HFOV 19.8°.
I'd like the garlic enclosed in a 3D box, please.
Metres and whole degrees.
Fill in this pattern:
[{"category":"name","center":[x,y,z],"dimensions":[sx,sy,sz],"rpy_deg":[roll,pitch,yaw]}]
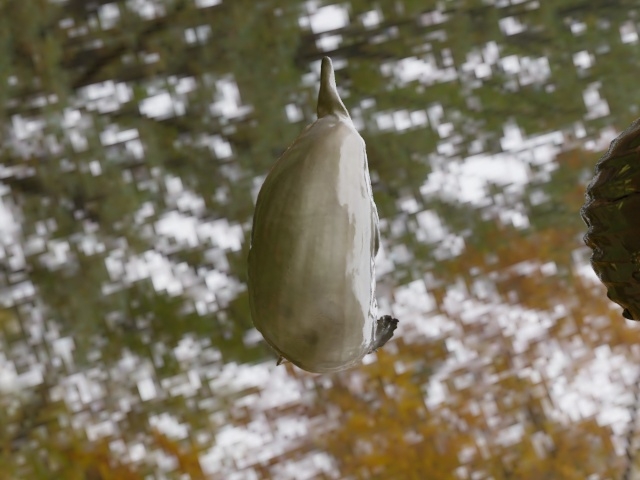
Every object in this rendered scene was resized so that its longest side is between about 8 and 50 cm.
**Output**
[{"category":"garlic","center":[-0.007,0.002,0.863],"dimensions":[0.084,0.066,0.152],"rpy_deg":[-127,-147,-50]}]

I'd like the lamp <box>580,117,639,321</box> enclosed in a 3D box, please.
[{"category":"lamp","center":[0.274,-0.022,1.103],"dimensions":[0.247,0.247,0.247],"rpy_deg":[40,-41,48]}]
